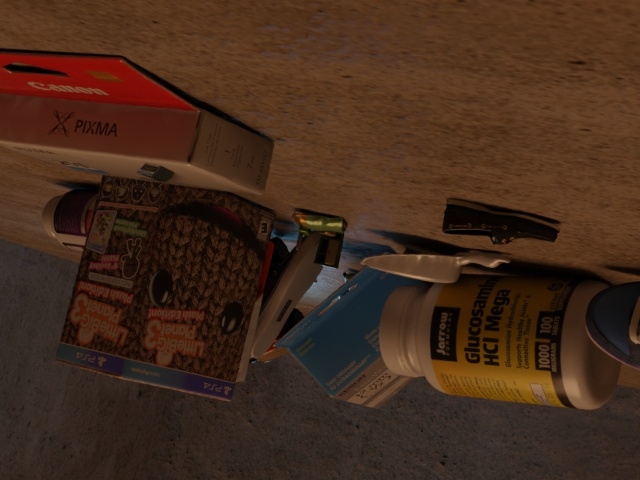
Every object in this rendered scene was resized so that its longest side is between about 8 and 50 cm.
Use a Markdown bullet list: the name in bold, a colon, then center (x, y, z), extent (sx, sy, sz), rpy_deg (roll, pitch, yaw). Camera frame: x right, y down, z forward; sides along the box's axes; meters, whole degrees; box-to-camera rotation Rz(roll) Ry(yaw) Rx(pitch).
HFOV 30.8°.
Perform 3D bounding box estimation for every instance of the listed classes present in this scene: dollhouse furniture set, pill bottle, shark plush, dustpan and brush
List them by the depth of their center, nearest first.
- **dustpan and brush**: center (0.181, 0.031, 1.689), extent (0.211, 0.060, 0.147), rpy_deg (15, -172, 39)
- **dollhouse furniture set**: center (0.000, 0.000, 1.716), extent (0.076, 0.059, 0.152), rpy_deg (12, 173, 10)
- **pill bottle**: center (0.265, 0.145, 1.739), extent (0.334, 0.188, 0.188), rpy_deg (1, 167, 34)
- **pill bottle**: center (-0.387, -0.033, 1.966), extent (0.193, 0.108, 0.108), rpy_deg (6, 170, 46)
- **shark plush**: center (0.075, 0.079, 2.336), extent (0.067, 0.073, 0.161), rpy_deg (33, -168, -5)

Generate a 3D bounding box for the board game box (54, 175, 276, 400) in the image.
- **board game box**: center (-0.218, 0.063, 1.678), extent (0.141, 0.291, 0.232), rpy_deg (7, 171, 38)

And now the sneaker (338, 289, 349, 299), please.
- **sneaker**: center (0.154, 0.145, 2.499), extent (0.124, 0.107, 0.283), rpy_deg (27, 180, 44)

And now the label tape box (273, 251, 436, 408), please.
- **label tape box**: center (0.102, 0.159, 1.982), extent (0.115, 0.249, 0.347), rpy_deg (52, -170, 22)

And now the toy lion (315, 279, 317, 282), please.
- **toy lion**: center (-0.063, 0.053, 2.361), extent (0.096, 0.034, 0.100), rpy_deg (16, 177, 39)

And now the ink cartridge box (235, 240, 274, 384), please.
- **ink cartridge box**: center (-0.174, 0.083, 1.808), extent (0.189, 0.232, 0.066), rpy_deg (27, -155, 38)

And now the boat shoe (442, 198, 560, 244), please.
- **boat shoe**: center (0.205, -0.014, 1.323), extent (0.133, 0.042, 0.049), rpy_deg (11, 170, 6)

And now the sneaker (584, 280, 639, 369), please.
- **sneaker**: center (0.451, 0.086, 1.388), extent (0.322, 0.130, 0.236), rpy_deg (14, 165, 32)

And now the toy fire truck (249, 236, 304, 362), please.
- **toy fire truck**: center (-0.127, 0.066, 1.926), extent (0.158, 0.217, 0.246), rpy_deg (-25, 152, 21)

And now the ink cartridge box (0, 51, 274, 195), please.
- **ink cartridge box**: center (-0.239, -0.121, 1.205), extent (0.296, 0.066, 0.261), rpy_deg (8, 172, 32)

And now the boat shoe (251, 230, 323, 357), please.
- **boat shoe**: center (-0.070, 0.073, 1.828), extent (0.076, 0.228, 0.080), rpy_deg (33, -175, 26)
